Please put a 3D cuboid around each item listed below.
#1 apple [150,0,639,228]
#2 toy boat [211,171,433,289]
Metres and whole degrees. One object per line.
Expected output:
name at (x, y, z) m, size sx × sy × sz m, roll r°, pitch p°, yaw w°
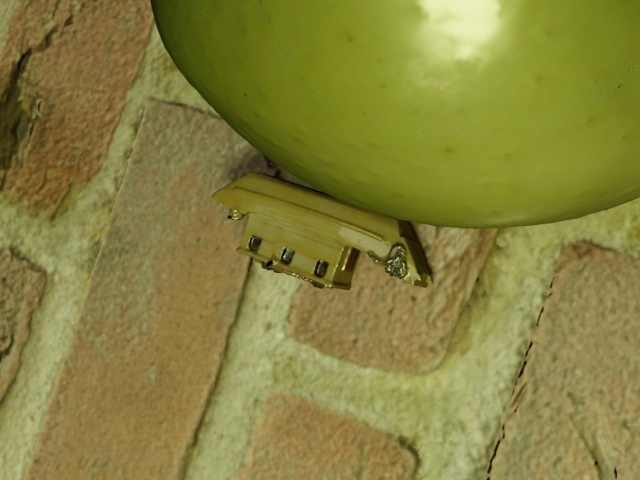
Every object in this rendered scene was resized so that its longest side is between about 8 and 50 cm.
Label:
apple at (0.096, -0.222, 1.056) m, size 0.474 × 0.473 × 0.473 m, roll -4°, pitch 79°, yaw 21°
toy boat at (0.000, 0.000, 1.259) m, size 0.201 × 0.057 × 0.077 m, roll 19°, pitch 93°, yaw 23°
